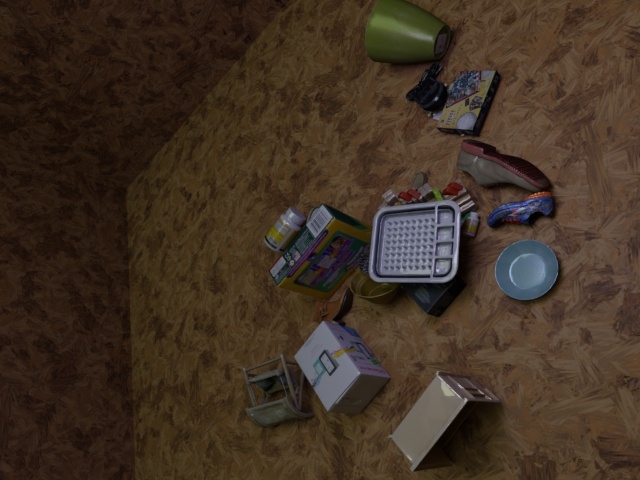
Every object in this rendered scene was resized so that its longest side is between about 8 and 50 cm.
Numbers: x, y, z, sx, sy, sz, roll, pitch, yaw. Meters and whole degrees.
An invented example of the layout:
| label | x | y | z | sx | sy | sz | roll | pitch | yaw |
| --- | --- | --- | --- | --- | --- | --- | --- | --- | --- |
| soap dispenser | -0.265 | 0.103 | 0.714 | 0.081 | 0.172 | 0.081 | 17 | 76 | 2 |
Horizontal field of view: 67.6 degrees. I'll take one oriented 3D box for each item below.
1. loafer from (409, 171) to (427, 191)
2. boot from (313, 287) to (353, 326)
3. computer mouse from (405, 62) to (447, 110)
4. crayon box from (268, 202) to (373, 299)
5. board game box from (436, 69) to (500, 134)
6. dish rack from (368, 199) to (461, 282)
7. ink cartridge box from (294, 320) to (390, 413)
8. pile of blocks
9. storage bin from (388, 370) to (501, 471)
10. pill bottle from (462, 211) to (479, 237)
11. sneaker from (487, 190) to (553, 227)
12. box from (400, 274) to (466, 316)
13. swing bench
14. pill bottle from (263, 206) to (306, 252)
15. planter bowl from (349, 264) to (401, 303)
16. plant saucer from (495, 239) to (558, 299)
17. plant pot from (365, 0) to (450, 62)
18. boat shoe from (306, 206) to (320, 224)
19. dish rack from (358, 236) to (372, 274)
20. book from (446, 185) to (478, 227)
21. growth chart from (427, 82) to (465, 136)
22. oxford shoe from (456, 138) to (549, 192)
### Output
| label | x | y | z | sx | sy | sz | roll | pitch | yaw |
| --- | --- | --- | --- | --- | --- | --- | --- | --- | --- |
| loafer | 0.381 | -0.206 | 1.884 | 0.056 | 0.050 | 0.148 | -1 | 73 | 44 |
| boot | 0.046 | 0.273 | 1.993 | 0.152 | 0.073 | 0.197 | 18 | 89 | 43 |
| computer mouse | 0.454 | -0.601 | 1.945 | 0.188 | 0.072 | 0.272 | -47 | 26 | 25 |
| crayon box | 0.022 | 0.058 | 1.934 | 0.363 | 0.313 | 0.106 | -50 | 50 | 17 |
| board game box | 0.559 | -0.526 | 1.818 | 0.165 | 0.042 | 0.243 | 20 | 87 | 46 |
| dish rack | 0.335 | 0.014 | 1.672 | 0.332 | 0.072 | 0.286 | -3 | 73 | 36 |
| ink cartridge box | 0.079 | 0.477 | 1.793 | 0.197 | 0.198 | 0.270 | -53 | 46 | 13 |
| pile of blocks | 0.367 | -0.136 | 1.739 | 0.362 | 0.112 | 0.149 | -9 | 61 | 30 |
| storage bin | 0.378 | 0.540 | 1.433 | 0.123 | 0.260 | 0.262 | 42 | 104 | 44 |
| pill bottle | 0.532 | -0.056 | 1.682 | 0.043 | 0.043 | 0.083 | 13 | 83 | 46 |
| sneaker | 0.649 | -0.084 | 1.558 | 0.221 | 0.083 | 0.087 | -26 | 65 | 39 |
| box | 0.398 | 0.158 | 1.689 | 0.158 | 0.093 | 0.156 | -53 | 46 | 15 |
| swing bench | -0.184 | 0.637 | 2.006 | 0.253 | 0.165 | 0.255 | -28 | 56 | 33 |
| pill bottle | -0.169 | -0.052 | 2.304 | 0.208 | 0.119 | 0.119 | -51 | 46 | 16 |
| planter bowl | 0.227 | 0.177 | 1.822 | 0.217 | 0.090 | 0.217 | -18 | 29 | 10 |
| plant saucer | 0.652 | 0.095 | 1.509 | 0.195 | 0.037 | 0.195 | -19 | 60 | 38 |
| plant pot | 0.388 | -0.867 | 2.027 | 0.293 | 0.275 | 0.275 | 28 | 94 | 30 |
| boat shoe | 0.000 | 0.000 | 2.135 | 0.103 | 0.113 | 0.302 | -1 | 84 | 43 |
| dish rack | 0.271 | 0.026 | 1.844 | 0.208 | 0.074 | 0.271 | 13 | 71 | 47 |
| book | 0.495 | -0.123 | 1.757 | 0.144 | 0.035 | 0.096 | 44 | 107 | 42 |
| growth chart | 0.532 | -0.527 | 1.890 | 0.172 | 0.021 | 0.237 | -55 | 45 | 11 |
| oxford shoe | 0.619 | -0.231 | 1.646 | 0.348 | 0.123 | 0.130 | 44 | 131 | 43 |
